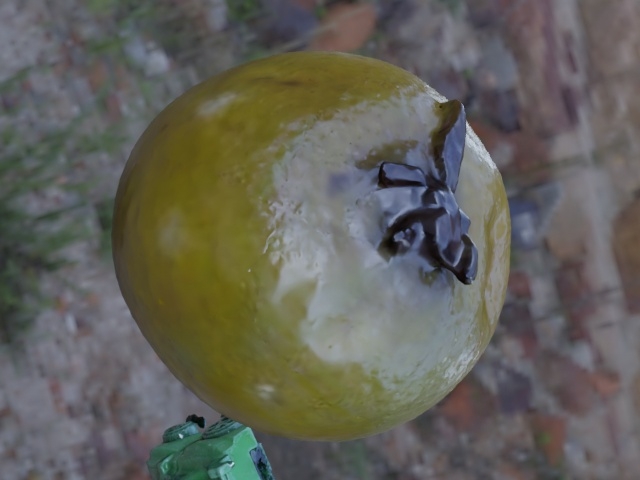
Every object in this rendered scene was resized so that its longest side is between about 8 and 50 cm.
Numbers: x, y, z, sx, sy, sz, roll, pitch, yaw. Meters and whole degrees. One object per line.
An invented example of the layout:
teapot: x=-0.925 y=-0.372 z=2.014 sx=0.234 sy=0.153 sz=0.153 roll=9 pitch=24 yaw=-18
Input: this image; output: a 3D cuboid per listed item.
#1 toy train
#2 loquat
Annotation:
toy train: x=-0.077 y=0.179 z=1.351 sx=0.081 sy=0.149 sz=0.099 roll=-30 pitch=99 yaw=-39
loquat: x=0.000 y=0.000 z=1.059 sx=0.244 sy=0.244 sz=0.244 roll=39 pitch=43 yaw=-49
